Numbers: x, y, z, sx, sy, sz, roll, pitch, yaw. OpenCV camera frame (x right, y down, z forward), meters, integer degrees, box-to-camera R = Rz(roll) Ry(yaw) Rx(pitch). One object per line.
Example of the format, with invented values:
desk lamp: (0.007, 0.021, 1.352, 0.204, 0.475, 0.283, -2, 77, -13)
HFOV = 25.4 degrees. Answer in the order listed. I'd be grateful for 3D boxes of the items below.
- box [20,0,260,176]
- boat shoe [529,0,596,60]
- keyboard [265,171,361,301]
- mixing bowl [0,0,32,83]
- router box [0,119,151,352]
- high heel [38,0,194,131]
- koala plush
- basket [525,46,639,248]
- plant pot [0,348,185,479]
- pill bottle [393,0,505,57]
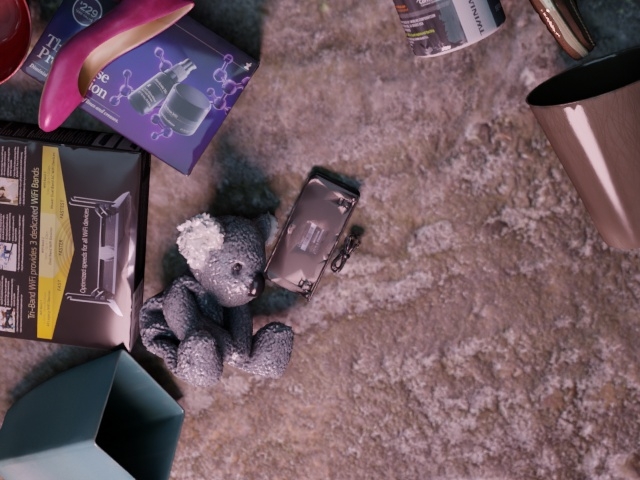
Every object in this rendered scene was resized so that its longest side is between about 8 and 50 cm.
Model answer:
box: (-0.238, -0.232, 1.899, 0.261, 0.103, 0.184, 32, 90, -6)
boat shoe: (0.296, -0.357, 1.826, 0.095, 0.095, 0.257, -32, 103, 10)
keyboard: (0.000, 0.000, 2.023, 0.108, 0.023, 0.180, 27, 111, 3)
mixing bowl: (-0.465, -0.301, 1.923, 0.181, 0.098, 0.181, 2, 109, 6)
router box: (-0.373, -0.005, 2.028, 0.242, 0.081, 0.309, 8, 110, 3)
high heel: (-0.262, -0.231, 1.806, 0.117, 0.082, 0.244, 27, 80, 6)
koala plush: (-0.143, 0.061, 1.977, 0.203, 0.196, 0.221, 30, 112, 38)
basket: (0.404, -0.117, 1.873, 0.204, 0.154, 0.227, -19, 110, 10)
plant pot: (-0.352, 0.291, 2.074, 0.234, 0.166, 0.165, -15, 132, 28)
pill bottle: (0.137, -0.369, 1.816, 0.130, 0.130, 0.246, -20, 107, 13)
